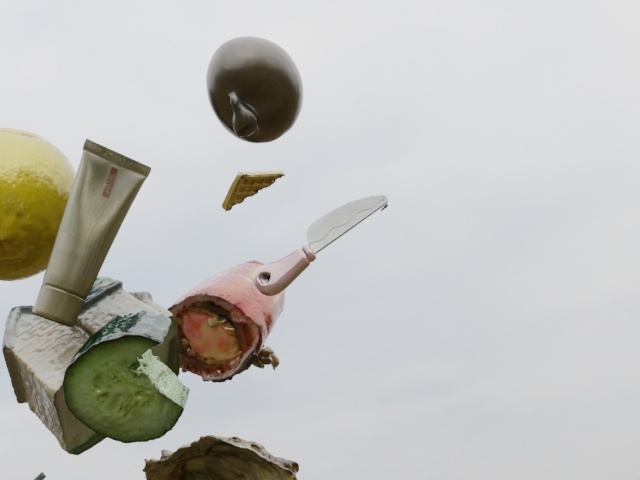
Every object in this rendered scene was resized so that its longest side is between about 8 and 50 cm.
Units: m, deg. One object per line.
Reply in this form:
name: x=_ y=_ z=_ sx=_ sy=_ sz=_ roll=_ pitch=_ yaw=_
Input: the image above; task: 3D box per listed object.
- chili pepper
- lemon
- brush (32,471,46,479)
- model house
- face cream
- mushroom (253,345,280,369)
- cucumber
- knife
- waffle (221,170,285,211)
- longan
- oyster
chili pepper: x=-0.214 y=0.186 z=2.341 sx=0.251 sy=0.229 sz=0.305 roll=-39 pitch=-2 yaw=19
lemon: x=-0.669 y=-0.081 z=2.130 sx=0.347 sy=0.348 sz=0.348 roll=-8 pitch=-22 yaw=-3
brush: x=-0.682 y=0.579 z=2.350 sx=0.083 sy=0.016 sz=0.013 roll=-42 pitch=11 yaw=-21
model house: x=-0.473 y=0.213 z=1.994 sx=0.298 sy=0.284 sz=0.243 roll=-35 pitch=-35 yaw=-33
face cream: x=-0.440 y=-0.010 z=1.877 sx=0.137 sy=0.341 sz=0.084 roll=24 pitch=-13 yaw=-20
mushroom: x=-0.130 y=0.300 z=2.518 sx=0.061 sy=0.060 sz=0.187 roll=31 pitch=-4 yaw=21
cucumber: x=-0.301 y=0.216 z=1.555 sx=0.191 sy=0.191 sz=0.130 roll=-14 pitch=14 yaw=11
knife: x=-0.002 y=-0.002 z=2.128 sx=0.336 sy=0.081 sz=0.043 roll=-37 pitch=-30 yaw=-5
waffle: x=-0.149 y=-0.113 z=2.222 sx=0.152 sy=0.023 sz=0.098 roll=-9 pitch=-48 yaw=-52
longan: x=-0.113 y=-0.246 z=1.667 sx=0.159 sy=0.204 sz=0.185 roll=-19 pitch=-52 yaw=24
oyster: x=-0.147 y=0.348 z=1.412 sx=0.111 sy=0.204 sz=0.396 roll=-48 pitch=0 yaw=-35
